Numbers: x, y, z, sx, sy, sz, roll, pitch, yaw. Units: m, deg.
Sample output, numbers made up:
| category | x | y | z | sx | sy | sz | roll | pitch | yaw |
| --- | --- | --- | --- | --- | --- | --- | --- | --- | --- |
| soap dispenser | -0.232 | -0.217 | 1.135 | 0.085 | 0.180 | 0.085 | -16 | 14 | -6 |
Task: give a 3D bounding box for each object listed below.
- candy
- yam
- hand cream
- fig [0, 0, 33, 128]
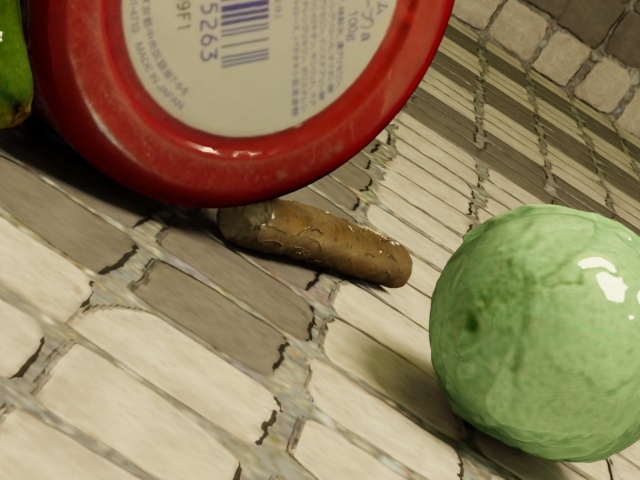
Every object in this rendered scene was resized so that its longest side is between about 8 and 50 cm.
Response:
| category | x | y | z | sx | sy | sz | roll | pitch | yaw |
| --- | --- | --- | --- | --- | --- | --- | --- | --- | --- |
| candy | 0.167 | 0.069 | 1.019 | 0.119 | 0.119 | 0.440 | 38 | 6 | 24 |
| yam | 0.000 | 0.000 | 0.981 | 0.032 | 0.032 | 0.145 | 41 | 13 | 33 |
| hand cream | -0.058 | -0.137 | 0.902 | 0.230 | 0.230 | 0.149 | 24 | 11 | -38 |
| fig | -0.171 | -0.112 | 0.782 | 0.156 | 0.123 | 0.123 | 48 | 14 | 10 |
